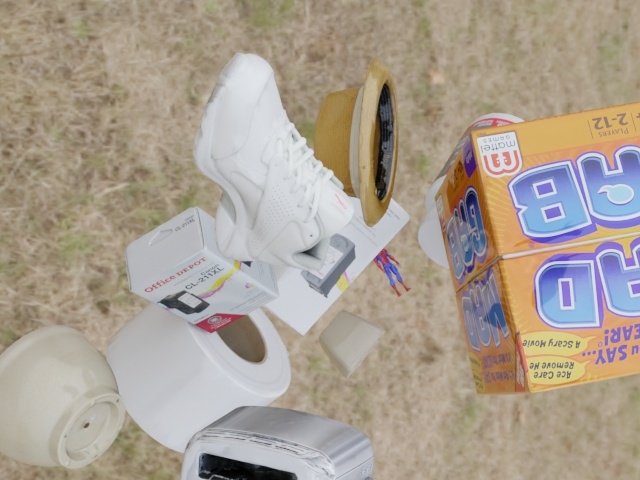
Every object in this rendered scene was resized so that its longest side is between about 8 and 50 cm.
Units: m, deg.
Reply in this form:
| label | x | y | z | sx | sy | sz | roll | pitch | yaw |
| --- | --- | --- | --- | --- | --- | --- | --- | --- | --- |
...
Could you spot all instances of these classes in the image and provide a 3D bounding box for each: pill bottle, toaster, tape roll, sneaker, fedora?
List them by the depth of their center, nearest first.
| label | x | y | z | sx | sy | sz | roll | pitch | yaw |
| --- | --- | --- | --- | --- | --- | --- | --- | --- | --- |
| sneaker | -0.027 | -0.053 | 0.641 | 0.232 | 0.115 | 0.090 | 85 | 26 | -60 |
| toaster | -0.058 | 0.259 | 0.903 | 0.146 | 0.227 | 0.129 | 5 | 94 | -73 |
| fedora | 0.040 | -0.113 | 0.951 | 0.194 | 0.079 | 0.194 | 3 | 90 | -74 |
| tape roll | -0.188 | 0.187 | 1.288 | 0.246 | 0.169 | 0.246 | 43 | 20 | -19 |
| pill bottle | 0.309 | -0.092 | 1.589 | 0.318 | 0.176 | 0.176 | -55 | 135 | -38 |

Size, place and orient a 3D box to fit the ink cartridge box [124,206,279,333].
| label | x | y | z | sx | sy | sz | roll | pitch | yaw |
| --- | --- | --- | --- | --- | --- | --- | --- | --- | --- |
| ink cartridge box | -0.160 | 0.045 | 1.111 | 0.175 | 0.127 | 0.072 | 38 | 29 | -50 |

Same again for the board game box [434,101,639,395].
| label | x | y | z | sx | sy | sz | roll | pitch | yaw |
| --- | --- | --- | --- | --- | --- | --- | --- | --- | --- |
| board game box | 0.404 | 0.026 | 1.236 | 0.356 | 0.356 | 0.356 | 90 | -10 | -78 |

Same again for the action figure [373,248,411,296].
| label | x | y | z | sx | sy | sz | roll | pitch | yaw |
| --- | --- | --- | --- | --- | --- | --- | --- | --- | --- |
| action figure | 0.132 | 0.052 | 1.572 | 0.038 | 0.030 | 0.115 | -31 | 81 | -14 |

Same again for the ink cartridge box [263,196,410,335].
| label | x | y | z | sx | sy | sz | roll | pitch | yaw |
| --- | --- | --- | --- | --- | --- | --- | --- | --- | --- |
| ink cartridge box | 0.000 | 0.000 | 1.589 | 0.131 | 0.226 | 0.306 | 39 | 95 | -23 |

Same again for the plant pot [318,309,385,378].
| label | x | y | z | sx | sy | sz | roll | pitch | yaw |
| --- | --- | --- | --- | --- | --- | --- | --- | --- | --- |
| plant pot | 0.055 | 0.203 | 1.656 | 0.109 | 0.096 | 0.109 | -48 | 170 | -14 |

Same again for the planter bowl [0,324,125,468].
| label | x | y | z | sx | sy | sz | roll | pitch | yaw |
| --- | --- | --- | --- | --- | --- | --- | --- | --- | --- |
| planter bowl | -0.295 | 0.192 | 0.936 | 0.162 | 0.109 | 0.162 | -39 | 143 | -37 |
